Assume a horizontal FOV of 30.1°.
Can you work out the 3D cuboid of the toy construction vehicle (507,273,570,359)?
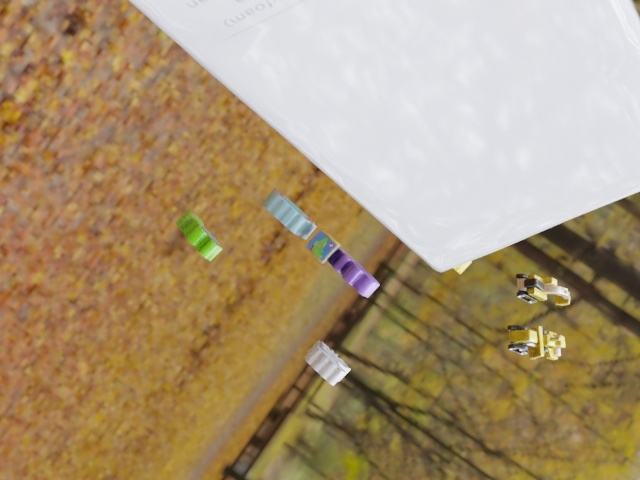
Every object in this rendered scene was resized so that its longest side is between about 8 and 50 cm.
[{"bbox_3d":[0.224,0.078,1.197,0.035,0.098,0.085,-13,-115,35],"label":"toy construction vehicle"}]

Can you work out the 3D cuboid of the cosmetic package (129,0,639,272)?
[{"bbox_3d":[0.008,-0.181,0.511,0.162,0.230,0.453,-25,149,18],"label":"cosmetic package"}]

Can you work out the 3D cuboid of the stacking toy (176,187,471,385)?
[{"bbox_3d":[0.000,0.000,1.072,0.167,0.221,0.052,-46,175,5],"label":"stacking toy"}]
